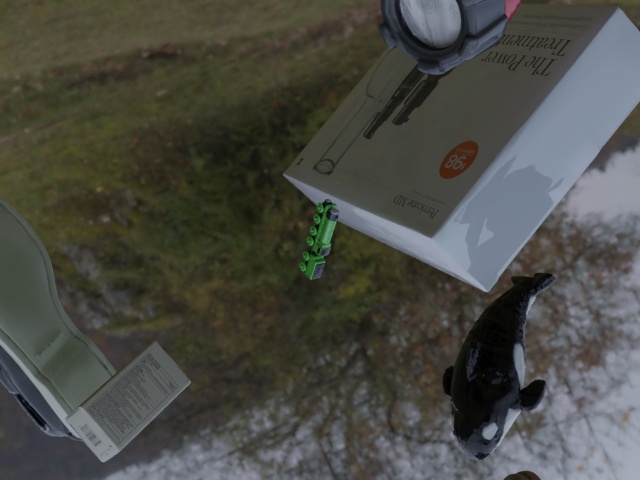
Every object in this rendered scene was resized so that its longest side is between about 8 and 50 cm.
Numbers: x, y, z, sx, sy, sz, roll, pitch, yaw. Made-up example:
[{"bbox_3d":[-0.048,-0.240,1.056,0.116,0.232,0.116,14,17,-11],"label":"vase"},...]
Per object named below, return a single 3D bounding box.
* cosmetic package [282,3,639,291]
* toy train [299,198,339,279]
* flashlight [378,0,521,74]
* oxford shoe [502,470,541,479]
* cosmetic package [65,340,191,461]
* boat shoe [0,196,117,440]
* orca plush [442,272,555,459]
[{"bbox_3d":[0.142,-0.122,1.156,0.284,0.097,0.377,-53,-154,-5],"label":"cosmetic package"},{"bbox_3d":[0.000,0.000,0.996,0.017,0.024,0.083,-11,131,-38],"label":"toy train"},{"bbox_3d":[0.171,-0.241,0.904,0.103,0.103,0.304,13,-144,38],"label":"flashlight"},{"bbox_3d":[0.276,0.509,1.620,0.130,0.348,0.123,18,149,-18],"label":"oxford shoe"},{"bbox_3d":[-0.189,0.158,1.058,0.041,0.060,0.115,-38,-177,45],"label":"cosmetic package"},{"bbox_3d":[-0.359,0.092,1.253,0.113,0.340,0.127,-21,-160,40],"label":"boat shoe"},{"bbox_3d":[0.253,0.163,1.527,0.287,0.151,0.102,-56,145,-9],"label":"orca plush"}]
